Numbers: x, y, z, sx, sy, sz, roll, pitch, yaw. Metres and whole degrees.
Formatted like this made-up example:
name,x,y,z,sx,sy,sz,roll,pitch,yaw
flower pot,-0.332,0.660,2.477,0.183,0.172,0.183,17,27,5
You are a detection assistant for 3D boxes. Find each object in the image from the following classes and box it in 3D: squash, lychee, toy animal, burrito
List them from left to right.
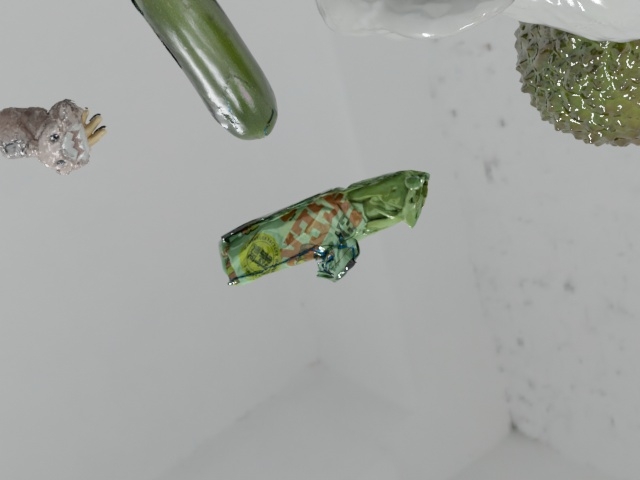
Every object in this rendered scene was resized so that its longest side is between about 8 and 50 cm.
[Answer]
name,x,y,z,sx,sy,sz,roll,pitch,yaw
squash,-0.145,-0.241,1.410,0.087,0.331,0.087,-24,-147,17
burrito,0.000,0.000,1.355,0.288,0.054,0.104,-21,-115,28
toy animal,0.170,-0.246,1.059,0.357,0.194,0.258,-15,-147,0
lychee,0.351,-0.232,1.381,0.269,0.270,0.320,-10,-165,9

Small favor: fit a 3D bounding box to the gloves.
name,x,y,z,sx,sy,sz,roll,pitch,yaw
gloves,-0.380,-0.145,1.709,0.144,0.110,0.094,-9,-134,18
